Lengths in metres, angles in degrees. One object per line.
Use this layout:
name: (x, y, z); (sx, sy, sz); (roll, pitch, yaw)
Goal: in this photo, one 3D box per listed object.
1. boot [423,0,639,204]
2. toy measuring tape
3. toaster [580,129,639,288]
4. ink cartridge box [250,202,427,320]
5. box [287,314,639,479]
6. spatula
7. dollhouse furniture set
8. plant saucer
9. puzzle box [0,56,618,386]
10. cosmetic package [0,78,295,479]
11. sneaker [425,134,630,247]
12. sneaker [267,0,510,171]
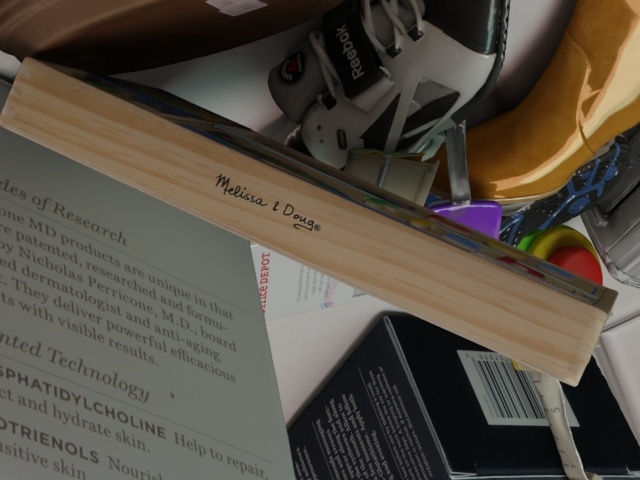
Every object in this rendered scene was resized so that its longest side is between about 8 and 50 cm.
boot: (0.222, -0.153, 1.286); (0.295, 0.104, 0.211); (-14, 135, -6)
toy measuring tape: (0.250, 0.095, 1.510); (0.121, 0.121, 0.330); (-22, 105, 0)
toaster: (0.369, -0.029, 1.490); (0.227, 0.129, 0.146); (10, 138, -41)
ink cartridge box: (0.000, 0.000, 1.373); (0.175, 0.072, 0.127); (-11, 144, -15)
box: (0.122, 0.289, 1.709); (0.293, 0.212, 0.395); (5, 138, -34)
spatula: (0.116, -0.089, 1.259); (0.084, 0.030, 0.297); (-7, 114, -13)
dollhouse furniture set: (0.047, -0.036, 1.231); (0.076, 0.059, 0.152); (9, 136, -7)
plant saucer: (-0.091, -0.163, 1.011); (0.277, 0.041, 0.278); (-15, 177, -1)
puzzle box: (0.011, -0.018, 1.037); (0.052, 0.408, 0.272); (-67, 169, 5)
cosmetic package: (-0.251, 0.141, 1.110); (0.327, 0.394, 0.329); (27, 124, -36)
sneaker: (0.194, -0.053, 1.403); (0.211, 0.081, 0.080); (-27, 146, -3)
sneaker: (0.041, -0.135, 1.169); (0.146, 0.122, 0.330); (0, 144, -22)
